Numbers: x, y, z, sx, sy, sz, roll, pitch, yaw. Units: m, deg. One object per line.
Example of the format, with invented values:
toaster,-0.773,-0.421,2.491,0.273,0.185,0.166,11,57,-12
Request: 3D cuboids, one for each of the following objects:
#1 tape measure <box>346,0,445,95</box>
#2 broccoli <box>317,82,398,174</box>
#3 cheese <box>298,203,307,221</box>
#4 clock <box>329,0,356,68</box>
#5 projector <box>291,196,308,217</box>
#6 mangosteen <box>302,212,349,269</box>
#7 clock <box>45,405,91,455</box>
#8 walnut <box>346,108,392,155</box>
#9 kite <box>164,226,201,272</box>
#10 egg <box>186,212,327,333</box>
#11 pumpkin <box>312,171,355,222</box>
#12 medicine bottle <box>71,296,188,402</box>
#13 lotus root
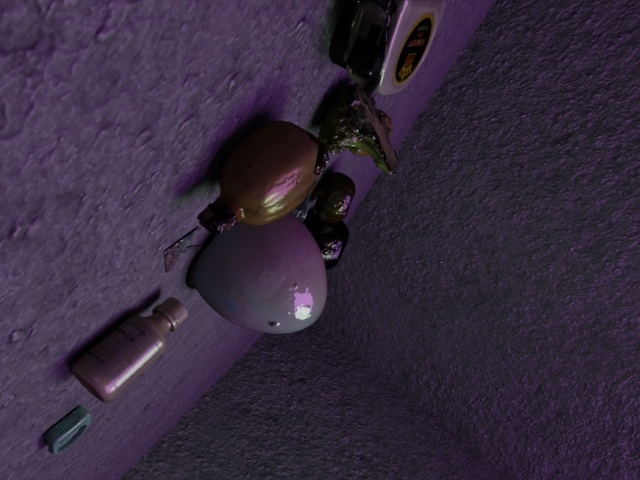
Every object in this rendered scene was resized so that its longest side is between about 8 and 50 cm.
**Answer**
tape measure,0.131,-0.417,0.866,0.271,0.133,0.231,-38,157,-49
broccoli,0.094,-0.292,1.181,0.181,0.272,0.242,-18,-168,34
cheese,-0.066,-0.116,1.457,0.067,0.026,0.120,-34,-131,49
clock,0.091,-0.481,0.939,0.184,0.040,0.184,-51,172,-10
projector,-0.097,-0.101,1.357,0.115,0.061,0.147,-55,-171,30
mangosteen,0.004,0.001,1.885,0.287,0.234,0.287,15,90,-82
clock,-0.634,0.483,1.026,0.135,0.041,0.101,-57,172,34
walnut,0.165,-0.378,1.434,0.206,0.159,0.159,-45,169,-40
kite,-0.315,0.022,0.947,0.139,0.011,0.157,-51,171,11
egg,-0.132,0.103,1.165,0.354,0.340,0.354,-51,174,-8
pumpkin,0.047,-0.177,1.680,0.219,0.163,0.218,-163,-90,-82
medicine bottle,-0.411,0.230,0.922,0.252,0.114,0.114,-46,169,-40
lotus root,-0.123,-0.120,0.850,0.310,0.183,0.182,-47,171,-23
